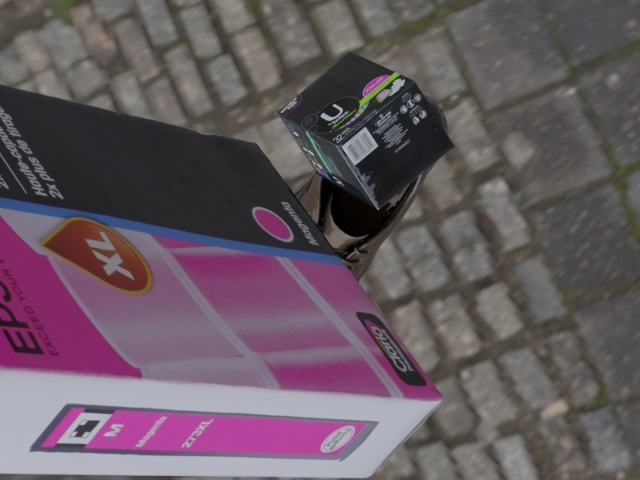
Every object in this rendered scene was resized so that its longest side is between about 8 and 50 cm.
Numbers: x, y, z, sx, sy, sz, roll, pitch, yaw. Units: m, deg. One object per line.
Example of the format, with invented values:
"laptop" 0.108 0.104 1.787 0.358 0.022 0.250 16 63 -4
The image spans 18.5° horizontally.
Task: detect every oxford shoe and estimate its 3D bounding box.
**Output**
"oxford shoe" 0.000 0.000 1.309 0.083 0.096 0.227 31 103 0

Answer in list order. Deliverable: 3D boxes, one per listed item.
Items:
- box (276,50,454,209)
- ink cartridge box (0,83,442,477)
"box" 0.025 -0.065 1.143 0.052 0.062 0.083 56 169 -29
"ink cartridge box" -0.113 0.013 0.797 0.069 0.371 0.176 -50 59 24
